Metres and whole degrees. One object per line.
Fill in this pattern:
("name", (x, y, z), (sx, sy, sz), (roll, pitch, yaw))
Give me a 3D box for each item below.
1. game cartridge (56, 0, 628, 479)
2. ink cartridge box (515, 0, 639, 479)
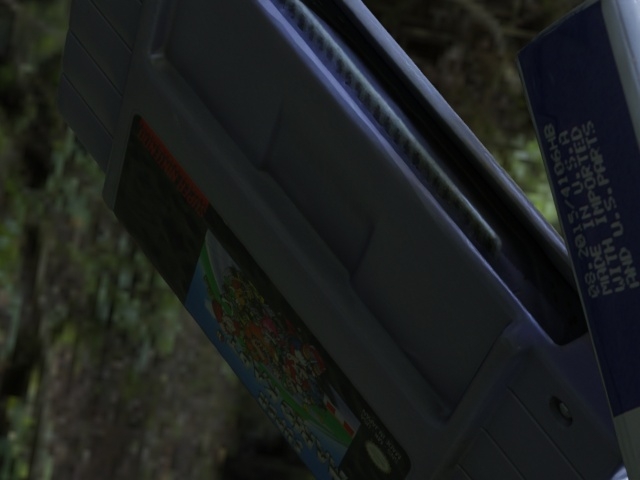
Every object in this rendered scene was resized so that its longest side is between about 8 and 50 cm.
("game cartridge", (0.000, 0.000, 0.843), (0.355, 0.068, 0.230), (51, -33, 18))
("ink cartridge box", (0.245, 0.072, 0.670), (0.071, 0.330, 0.324), (-33, -116, 49))
